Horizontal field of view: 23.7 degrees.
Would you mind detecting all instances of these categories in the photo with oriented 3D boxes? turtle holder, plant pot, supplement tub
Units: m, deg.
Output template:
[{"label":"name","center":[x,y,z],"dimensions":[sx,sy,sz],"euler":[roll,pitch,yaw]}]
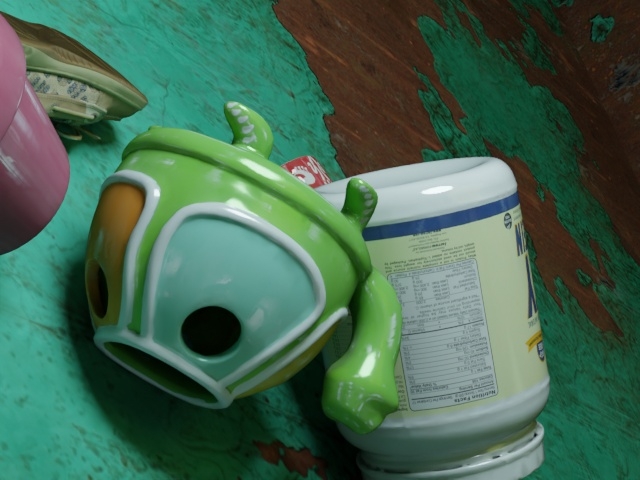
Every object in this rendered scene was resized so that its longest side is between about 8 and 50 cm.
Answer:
[{"label":"turtle holder","center":[-0.079,0.044,1.427],"dimensions":[0.320,0.243,0.227],"euler":[46,61,-42]},{"label":"plant pot","center":[-0.302,-0.084,1.233],"dimensions":[0.180,0.201,0.201],"euler":[50,19,-52]},{"label":"supplement tub","center":[0.114,0.089,1.614],"dimensions":[0.235,0.235,0.324],"euler":[-29,110,-66]}]

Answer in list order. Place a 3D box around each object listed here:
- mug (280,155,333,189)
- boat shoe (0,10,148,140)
[{"label":"mug","center":[-0.007,0.003,1.800],"dimensions":[0.113,0.150,0.169],"euler":[-25,74,-29]},{"label":"boat shoe","center":[-0.280,-0.159,1.504],"dimensions":[0.104,0.089,0.285],"euler":[38,11,30]}]
